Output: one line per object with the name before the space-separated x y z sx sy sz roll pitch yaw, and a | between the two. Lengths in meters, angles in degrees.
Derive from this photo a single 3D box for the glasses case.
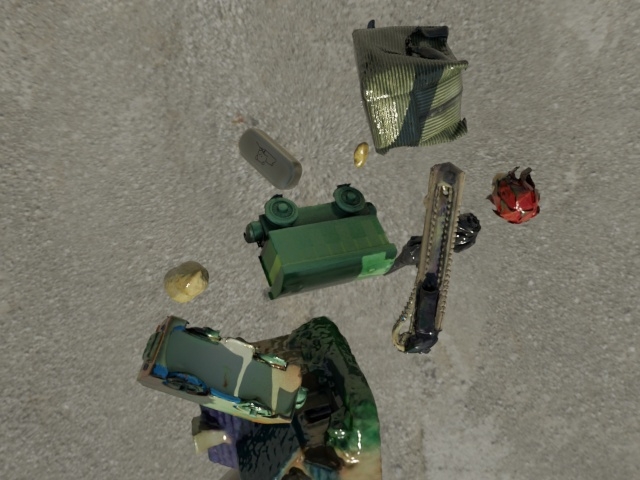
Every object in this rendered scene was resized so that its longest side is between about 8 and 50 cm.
glasses case | -0.126 -0.202 1.318 0.196 0.050 0.083 42 111 25

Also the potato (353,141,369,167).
potato | 0.123 -0.265 1.643 0.045 0.046 0.092 -15 138 -24

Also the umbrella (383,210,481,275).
umbrella | 0.294 0.022 1.493 0.340 0.118 0.118 -34 100 39

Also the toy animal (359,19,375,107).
toy animal | 0.210 -0.455 1.569 0.367 0.081 0.205 33 135 -26

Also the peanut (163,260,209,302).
peanut | -0.124 0.037 0.495 0.037 0.083 0.037 7 73 -22

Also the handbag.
handbag | 0.212 -0.370 1.273 0.240 0.341 0.247 -11 132 6

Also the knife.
knife | 0.201 0.037 0.977 0.089 0.043 0.365 10 93 3

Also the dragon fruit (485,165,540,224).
dragon fruit | 0.514 -0.113 1.410 0.130 0.121 0.142 -36 76 -9

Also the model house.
model house | -0.073 0.308 0.886 0.280 0.312 0.245 -9 113 -12

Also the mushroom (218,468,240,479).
mushroom | -0.098 0.582 1.030 0.294 0.362 0.362 45 96 2

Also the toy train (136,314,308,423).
toy train | -0.106 0.149 0.588 0.188 0.099 0.072 27 57 -22

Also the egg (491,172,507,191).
egg | 0.537 -0.160 1.566 0.071 0.071 0.083 -31 81 4

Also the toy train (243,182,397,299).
toy train | 0.000 0.000 1.113 0.300 0.120 0.202 -10 61 -25
